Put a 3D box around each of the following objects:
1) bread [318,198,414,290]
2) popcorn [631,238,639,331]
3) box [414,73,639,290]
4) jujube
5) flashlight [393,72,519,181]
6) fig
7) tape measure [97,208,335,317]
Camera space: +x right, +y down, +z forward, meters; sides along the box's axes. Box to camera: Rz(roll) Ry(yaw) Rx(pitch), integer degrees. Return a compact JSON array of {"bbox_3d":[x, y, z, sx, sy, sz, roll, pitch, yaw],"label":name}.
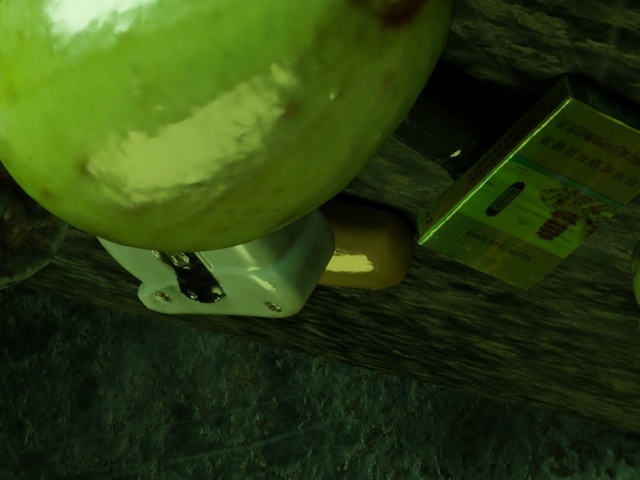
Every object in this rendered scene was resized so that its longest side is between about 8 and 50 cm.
[{"bbox_3d":[0.000,0.000,2.003,0.217,0.098,0.147,13,165,15],"label":"bread"},{"bbox_3d":[0.381,0.072,1.280,0.334,0.292,0.293,25,173,-14],"label":"popcorn"},{"bbox_3d":[0.182,-0.042,1.389,0.121,0.030,0.193,23,131,-28],"label":"box"},{"bbox_3d":[-0.403,-0.068,1.893,0.215,0.246,0.308,24,163,30],"label":"jujube"},{"bbox_3d":[0.099,-0.098,1.406,0.232,0.093,0.093,31,163,-34],"label":"flashlight"},{"bbox_3d":[-0.054,-0.123,1.056,0.326,0.258,0.258,-13,151,43],"label":"fig"},{"bbox_3d":[-0.133,-0.014,1.874,0.258,0.130,0.265,3,142,44],"label":"tape measure"}]
